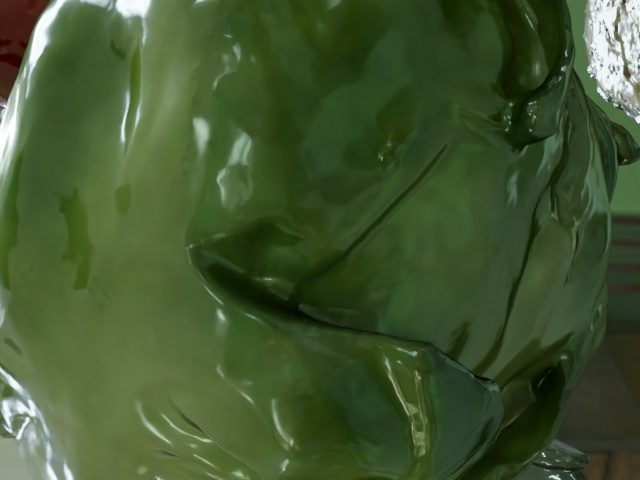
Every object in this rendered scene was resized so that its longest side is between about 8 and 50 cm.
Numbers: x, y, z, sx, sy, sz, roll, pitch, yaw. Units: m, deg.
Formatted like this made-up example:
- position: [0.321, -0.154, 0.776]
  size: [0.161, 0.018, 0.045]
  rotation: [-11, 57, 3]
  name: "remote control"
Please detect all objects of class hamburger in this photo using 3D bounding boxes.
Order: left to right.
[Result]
- position: [0.505, -0.314, 1.602]
  size: [0.318, 0.195, 0.277]
  rotation: [-129, 25, -55]
  name: "hamburger"

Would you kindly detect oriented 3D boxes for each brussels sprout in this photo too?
- position: [-0.002, -0.001, 0.447]
  size: [0.259, 0.227, 0.294]
  rotation: [-1, -52, -57]
  name: "brussels sprout"

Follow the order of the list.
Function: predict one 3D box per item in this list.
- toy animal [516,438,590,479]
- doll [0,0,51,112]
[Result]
- position: [0.097, 0.163, 0.937]
  size: [0.108, 0.236, 0.138]
  rotation: [-69, -24, -54]
  name: "toy animal"
- position: [-0.172, -0.152, 0.666]
  size: [0.182, 0.363, 0.160]
  rotation: [118, 162, -62]
  name: "doll"
